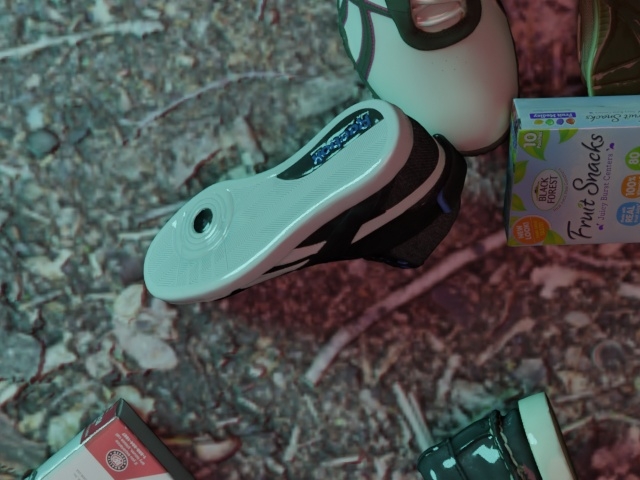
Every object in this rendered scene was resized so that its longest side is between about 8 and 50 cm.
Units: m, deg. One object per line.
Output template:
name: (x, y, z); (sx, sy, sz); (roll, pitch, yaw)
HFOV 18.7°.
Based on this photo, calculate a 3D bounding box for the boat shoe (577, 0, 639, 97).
boat shoe: (0.191, -0.139, 1.261); (0.056, 0.048, 0.153); (-12, 107, -5)

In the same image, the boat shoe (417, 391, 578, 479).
boat shoe: (0.148, 0.275, 1.290); (0.113, 0.127, 0.340); (-17, 103, 6)

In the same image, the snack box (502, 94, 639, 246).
snack box: (0.192, -0.045, 1.255); (0.141, 0.037, 0.100); (-1, 131, -2)

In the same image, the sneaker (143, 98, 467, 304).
sneaker: (0.000, 0.000, 1.258); (0.217, 0.079, 0.121); (-29, 141, 28)

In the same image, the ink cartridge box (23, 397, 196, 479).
ink cartridge box: (-0.153, 0.187, 1.295); (0.135, 0.056, 0.099); (-40, 99, 4)

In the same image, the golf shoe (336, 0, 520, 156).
golf shoe: (0.054, -0.167, 1.204); (0.105, 0.120, 0.273); (-23, 107, 1)
